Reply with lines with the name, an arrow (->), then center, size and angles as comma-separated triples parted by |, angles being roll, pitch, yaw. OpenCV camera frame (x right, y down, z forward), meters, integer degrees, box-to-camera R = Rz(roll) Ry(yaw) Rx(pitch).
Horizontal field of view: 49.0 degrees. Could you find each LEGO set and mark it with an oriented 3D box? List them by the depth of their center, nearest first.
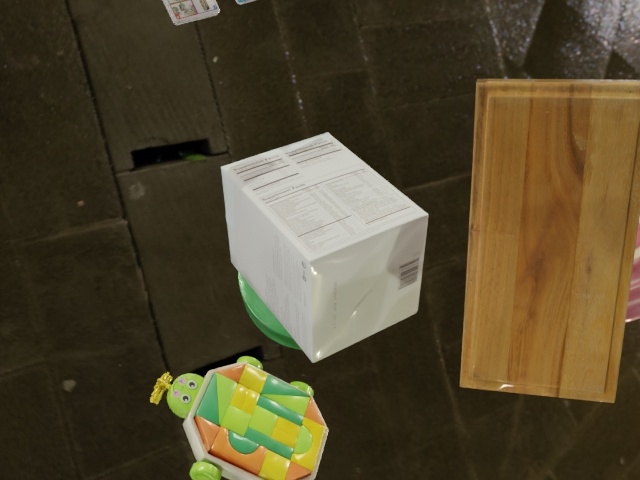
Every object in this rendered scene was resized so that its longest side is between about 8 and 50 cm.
LEGO set -> -0.159, -0.415, 1.013 | 0.244, 0.060, 0.182 | -31, 98, -37

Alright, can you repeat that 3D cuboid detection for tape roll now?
tape roll -> -0.016, 0.077, 1.527 | 0.321, 0.077, 0.321 | 0, 63, 1

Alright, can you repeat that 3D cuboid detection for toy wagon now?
toy wagon -> -0.156, 0.344, 1.338 | 0.344, 0.068, 0.267 | 29, 44, -8

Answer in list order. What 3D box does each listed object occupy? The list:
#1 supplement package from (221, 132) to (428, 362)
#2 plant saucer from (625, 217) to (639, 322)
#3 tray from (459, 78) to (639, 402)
supplement package -> 0.000, 0.000, 1.068 | 0.198, 0.262, 0.199 | -22, 134, -24
plant saucer -> 0.463, 0.038, 1.220 | 0.332, 0.332, 0.084 | -31, 112, -30
tray -> 0.294, 0.003, 0.908 | 0.076, 0.203, 0.411 | -52, 143, -69
